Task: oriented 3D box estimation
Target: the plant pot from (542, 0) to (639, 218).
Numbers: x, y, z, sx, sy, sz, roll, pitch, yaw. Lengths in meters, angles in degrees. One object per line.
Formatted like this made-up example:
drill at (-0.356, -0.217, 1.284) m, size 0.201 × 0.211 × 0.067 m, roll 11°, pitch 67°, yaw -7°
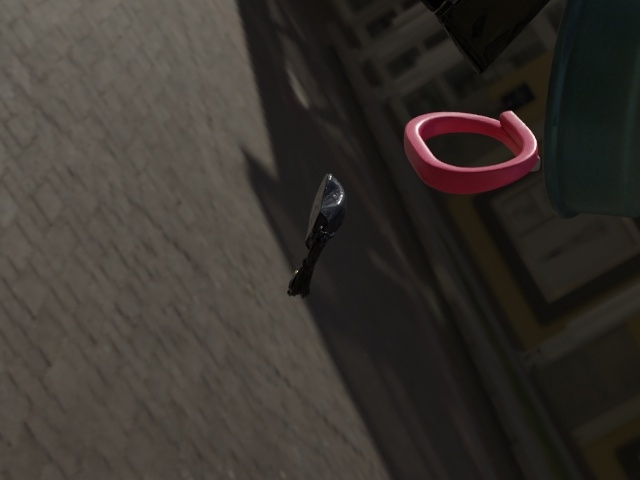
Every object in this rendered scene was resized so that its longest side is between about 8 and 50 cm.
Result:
plant pot at (0.455, -0.155, 1.297) m, size 0.341 × 0.334 × 0.341 m, roll -40°, pitch 137°, yaw -51°

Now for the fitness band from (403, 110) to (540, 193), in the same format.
fitness band at (0.257, -0.157, 2.059) m, size 0.291 × 0.209 × 0.054 m, roll -112°, pitch -166°, yaw -62°

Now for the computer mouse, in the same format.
computer mouse at (0.000, 0.000, 2.272) m, size 0.060 × 0.184 × 0.262 m, roll 20°, pitch 32°, yaw -7°

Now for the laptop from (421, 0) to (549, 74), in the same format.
laptop at (0.235, -0.507, 1.711) m, size 0.236 × 0.382 × 0.408 m, roll 46°, pitch 7°, yaw 22°
